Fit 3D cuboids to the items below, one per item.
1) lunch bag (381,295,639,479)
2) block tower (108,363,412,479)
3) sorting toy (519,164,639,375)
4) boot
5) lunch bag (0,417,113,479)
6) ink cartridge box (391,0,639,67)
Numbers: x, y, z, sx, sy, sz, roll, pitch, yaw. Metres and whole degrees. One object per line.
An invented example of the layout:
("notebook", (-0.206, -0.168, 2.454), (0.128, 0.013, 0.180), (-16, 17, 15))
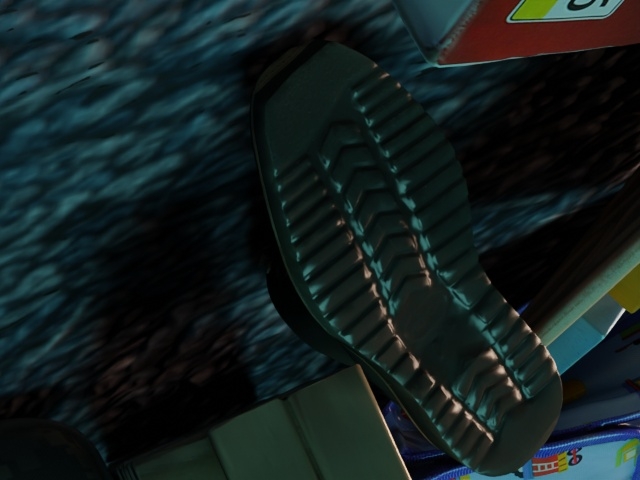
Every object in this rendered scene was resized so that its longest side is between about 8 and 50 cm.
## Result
("lunch bag", (0.132, 0.094, 1.005), (0.293, 0.138, 0.221), (-24, 158, -6))
("block tower", (-0.032, 0.120, 0.820), (0.091, 0.097, 0.335), (-23, 175, -11))
("sorting toy", (0.148, -0.017, 0.793), (0.193, 0.038, 0.208), (-47, 173, -38))
("boot", (0.000, 0.000, 0.731), (0.077, 0.137, 0.198), (-39, 124, -17))
("lunch bag", (-0.174, 0.270, 0.827), (0.212, 0.305, 0.256), (-14, 154, -30))
("ink cartridge box", (0.170, -0.189, 0.396), (0.271, 0.130, 0.309), (-11, 154, -37))
